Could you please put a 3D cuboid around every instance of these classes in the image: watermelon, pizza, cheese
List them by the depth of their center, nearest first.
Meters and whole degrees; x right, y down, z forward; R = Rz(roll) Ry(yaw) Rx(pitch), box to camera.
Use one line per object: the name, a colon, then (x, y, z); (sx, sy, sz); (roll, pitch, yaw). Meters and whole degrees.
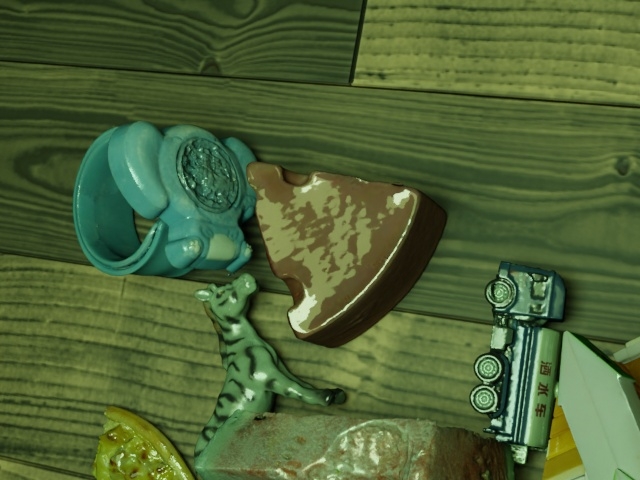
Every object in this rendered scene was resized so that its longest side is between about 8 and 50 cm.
watermelon: (0.049, 0.217, 1.063); (0.318, 0.226, 0.148); (21, 59, 7)
cheese: (0.011, 0.024, 1.196); (0.202, 0.128, 0.177); (10, 83, 20)
pizza: (-0.207, 0.263, 1.277); (0.160, 0.036, 0.099); (43, 96, 22)

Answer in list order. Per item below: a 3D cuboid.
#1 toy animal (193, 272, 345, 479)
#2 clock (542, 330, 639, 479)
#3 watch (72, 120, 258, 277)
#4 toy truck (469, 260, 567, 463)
toy animal: (-0.057, 0.167, 1.220); (0.170, 0.090, 0.255); (-2, 77, 24)
clock: (0.311, 0.227, 1.003); (0.166, 0.235, 0.310); (-30, 61, 28)
watch: (-0.189, -0.036, 1.265); (0.193, 0.211, 0.211); (-21, 72, 38)
toy truck: (0.203, 0.125, 1.137); (0.088, 0.074, 0.202); (7, 83, 16)
